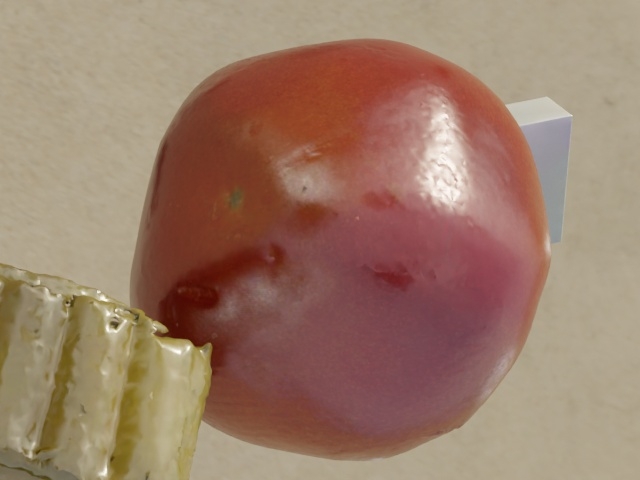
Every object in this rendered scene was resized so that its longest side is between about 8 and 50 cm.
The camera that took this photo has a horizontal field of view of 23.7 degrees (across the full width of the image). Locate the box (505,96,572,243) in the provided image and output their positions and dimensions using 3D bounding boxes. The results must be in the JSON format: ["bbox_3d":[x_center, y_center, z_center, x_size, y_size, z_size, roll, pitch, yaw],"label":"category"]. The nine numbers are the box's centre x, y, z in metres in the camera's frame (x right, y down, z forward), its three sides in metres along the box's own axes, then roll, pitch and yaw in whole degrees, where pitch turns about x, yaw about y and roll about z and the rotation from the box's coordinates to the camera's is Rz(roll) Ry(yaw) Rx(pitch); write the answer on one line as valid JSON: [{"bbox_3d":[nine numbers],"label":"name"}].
[{"bbox_3d":[0.154,-0.053,1.373,0.129,0.051,0.130,-13,121,-20],"label":"box"}]

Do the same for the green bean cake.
[{"bbox_3d":[-0.190,0.110,0.874,0.229,0.224,0.131,17,61,-13],"label":"green bean cake"}]

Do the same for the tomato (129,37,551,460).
[{"bbox_3d":[0.000,0.000,1.026,0.226,0.298,0.299,17,94,-55],"label":"tomato"}]
